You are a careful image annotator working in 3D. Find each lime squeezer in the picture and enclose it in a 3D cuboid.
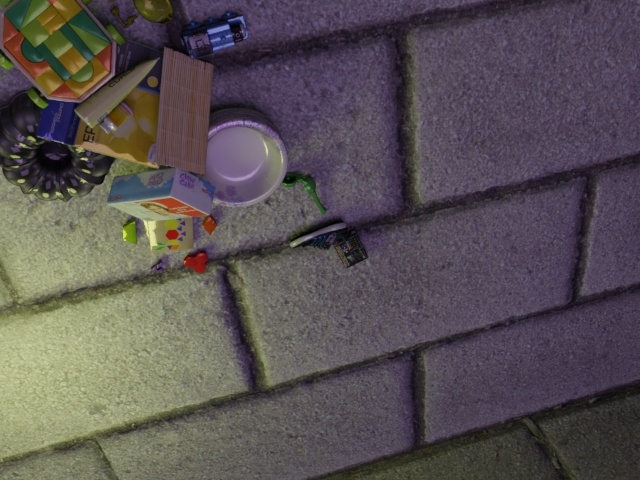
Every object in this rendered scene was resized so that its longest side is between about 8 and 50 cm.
[{"bbox_3d":[-0.087,-0.173,2.068,0.311,0.058,0.110,18,147,-29],"label":"lime squeezer"}]

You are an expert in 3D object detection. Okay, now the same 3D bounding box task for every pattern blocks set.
[{"bbox_3d":[-0.471,-0.036,2.047,0.286,0.026,0.324,2,123,-19],"label":"pattern blocks set"}]

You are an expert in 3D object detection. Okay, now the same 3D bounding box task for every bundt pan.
[{"bbox_3d":[-0.718,-0.241,1.766,0.331,0.124,0.330,-9,127,-12],"label":"bundt pan"}]

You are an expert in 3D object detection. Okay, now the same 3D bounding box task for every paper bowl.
[{"bbox_3d":[-0.245,-0.249,1.893,0.285,0.148,0.284,-9,126,-12],"label":"paper bowl"}]

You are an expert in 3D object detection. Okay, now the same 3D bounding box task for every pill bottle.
[{"bbox_3d":[-0.516,-0.307,1.643,0.083,0.043,0.043,-48,128,-13],"label":"pill bottle"}]

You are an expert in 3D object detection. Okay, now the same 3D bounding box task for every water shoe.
[{"bbox_3d":[0.000,0.000,2.179,0.203,0.073,0.080,-20,99,-4],"label":"water shoe"}]

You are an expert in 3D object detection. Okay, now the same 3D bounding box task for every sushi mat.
[{"bbox_3d":[-0.354,-0.336,1.707,0.152,0.019,0.316,9,80,-39],"label":"sushi mat"}]

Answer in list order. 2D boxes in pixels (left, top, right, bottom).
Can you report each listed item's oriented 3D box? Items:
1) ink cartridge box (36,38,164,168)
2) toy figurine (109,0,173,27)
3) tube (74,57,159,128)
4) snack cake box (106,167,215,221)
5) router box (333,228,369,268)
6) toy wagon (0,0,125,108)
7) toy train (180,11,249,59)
[{"bbox_3d":[-0.535,-0.370,1.685,0.308,0.072,0.303,13,92,-29],"label":"ink cartridge box"},{"bbox_3d":[-0.505,-0.612,1.468,0.191,0.217,0.362,-7,128,21],"label":"toy figurine"},{"bbox_3d":[-0.501,-0.379,1.621,0.240,0.070,0.062,-44,161,-11],"label":"tube"},{"bbox_3d":[-0.443,-0.124,1.810,0.265,0.089,0.152,-3,159,34],"label":"snack cake box"},{"bbox_3d":[0.103,0.030,2.268,0.092,0.038,0.122,-27,127,1],"label":"router box"},{"bbox_3d":[-0.656,-0.499,1.565,0.267,0.068,0.344,-40,107,0],"label":"toy wagon"},{"bbox_3d":[-0.275,-0.537,1.708,0.184,0.105,0.080,-17,127,-6],"label":"toy train"}]
